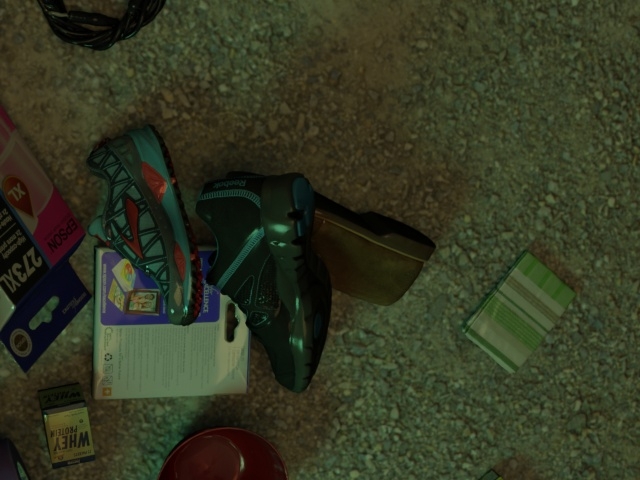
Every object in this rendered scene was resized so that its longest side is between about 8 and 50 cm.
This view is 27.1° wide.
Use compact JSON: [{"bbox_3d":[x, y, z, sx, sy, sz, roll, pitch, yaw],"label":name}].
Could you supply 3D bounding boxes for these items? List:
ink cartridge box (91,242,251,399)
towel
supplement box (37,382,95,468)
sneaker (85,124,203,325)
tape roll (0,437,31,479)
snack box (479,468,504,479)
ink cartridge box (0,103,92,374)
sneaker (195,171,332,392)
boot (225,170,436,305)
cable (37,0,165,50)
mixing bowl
[{"bbox_3d":[-0.195,0.106,1.746,0.208,0.045,0.206,0,101,-16],"label":"ink cartridge box"},{"bbox_3d":[0.284,0.102,1.901,0.113,0.023,0.152,40,87,-22],"label":"towel"},{"bbox_3d":[-0.328,0.239,1.716,0.056,0.083,0.083,-11,105,-14],"label":"supplement box"},{"bbox_3d":[-0.224,-0.008,1.665,0.125,0.104,0.261,-17,75,-3],"label":"sneaker"},{"bbox_3d":[-0.394,0.349,1.666,0.080,0.189,0.189,-23,107,-10],"label":"tape roll"},{"bbox_3d":[0.261,0.419,1.951,0.100,0.037,0.141,-42,109,-3],"label":"snack box"},{"bbox_3d":[-0.397,-0.039,1.594,0.069,0.175,0.371,-17,113,31],"label":"ink cartridge box"},{"bbox_3d":[-0.067,0.052,1.700,0.140,0.125,0.340,3,127,14],"label":"sneaker"},{"bbox_3d":[0.000,0.000,1.755,0.305,0.112,0.115,23,105,-21],"label":"boot"},{"bbox_3d":[-0.259,-0.322,1.635,0.184,0.047,0.150,-31,108,-9],"label":"cable"},{"bbox_3d":[-0.142,0.320,1.780,0.181,0.098,0.181,-4,103,-16],"label":"mixing bowl"}]
